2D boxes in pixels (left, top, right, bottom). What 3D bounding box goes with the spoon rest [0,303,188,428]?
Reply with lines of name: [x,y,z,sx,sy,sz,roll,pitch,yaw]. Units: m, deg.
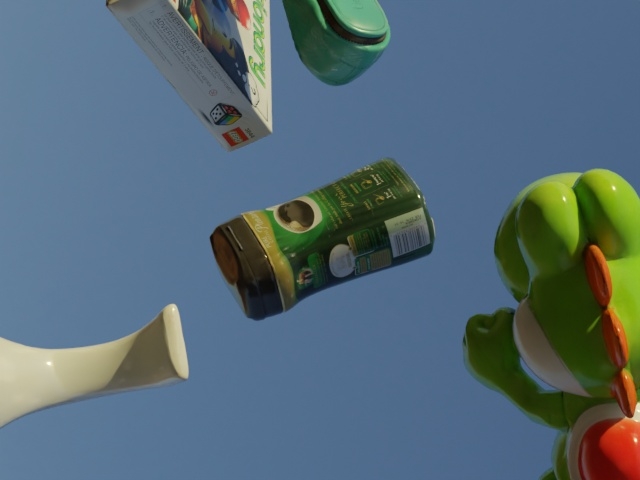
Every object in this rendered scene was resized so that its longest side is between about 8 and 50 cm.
spoon rest: [-0.232,0.090,1.081,0.084,0.276,0.137,137,-54,-61]

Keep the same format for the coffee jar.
coffee jar: [0.000,0.000,1.403,0.096,0.184,0.079,-124,-163,-49]

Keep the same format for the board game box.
board game box: [-0.111,-0.251,1.422,0.053,0.193,0.305,-20,-134,19]

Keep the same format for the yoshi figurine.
yoshi figurine: [0.209,0.100,1.166,0.203,0.204,0.362,18,-51,49]

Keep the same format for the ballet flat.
ballet flat: [-0.014,-0.224,1.306,0.087,0.083,0.247,-54,-137,43]
